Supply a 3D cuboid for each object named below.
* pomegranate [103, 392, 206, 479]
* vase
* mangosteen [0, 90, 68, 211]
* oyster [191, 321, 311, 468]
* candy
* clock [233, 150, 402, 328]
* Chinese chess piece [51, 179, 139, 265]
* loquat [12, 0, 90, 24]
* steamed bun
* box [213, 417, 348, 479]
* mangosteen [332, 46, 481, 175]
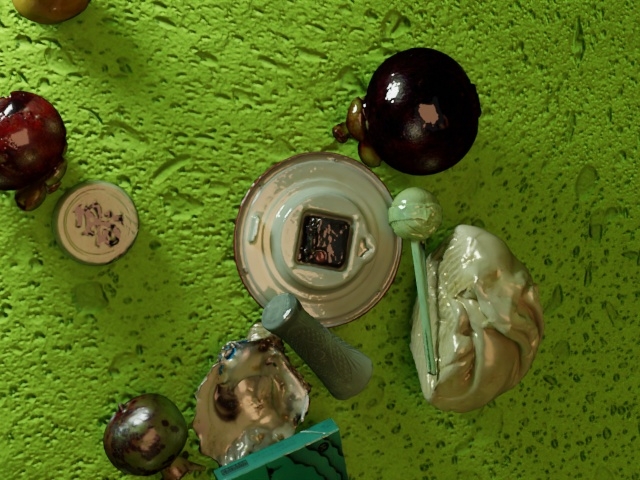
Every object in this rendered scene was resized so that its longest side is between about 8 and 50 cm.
[{"bbox_3d":[-0.285,0.338,1.781,0.149,0.148,0.169,-25,125,-16],"label":"pomegranate"},{"bbox_3d":[-0.009,0.180,1.847,0.096,0.096,0.219,-52,123,-10],"label":"vase"},{"bbox_3d":[-0.475,-0.145,1.692,0.166,0.166,0.180,-42,129,-13],"label":"mangosteen"},{"bbox_3d":[-0.130,0.275,1.848,0.223,0.083,0.214,-26,98,-16],"label":"oyster"},{"bbox_3d":[0.178,0.069,1.856,0.093,0.092,0.335,8,70,-43],"label":"candy"},{"bbox_3d":[0.000,0.000,1.886,0.319,0.080,0.318,0,91,-18],"label":"clock"},{"bbox_3d":[-0.374,-0.029,1.771,0.144,0.058,0.144,-1,92,-19],"label":"Chinese chess piece"},{"bbox_3d":[-0.434,-0.412,1.715,0.137,0.113,0.137,5,81,-30],"label":"loquat"},{"bbox_3d":[0.293,0.149,1.895,0.203,0.276,0.289,11,54,-20],"label":"steamed bun"},{"bbox_3d":[-0.063,0.421,1.863,0.226,0.042,0.160,-22,128,-16],"label":"box"},{"bbox_3d":[0.147,-0.217,1.864,0.266,0.228,0.228,-11,96,14],"label":"mangosteen"}]
